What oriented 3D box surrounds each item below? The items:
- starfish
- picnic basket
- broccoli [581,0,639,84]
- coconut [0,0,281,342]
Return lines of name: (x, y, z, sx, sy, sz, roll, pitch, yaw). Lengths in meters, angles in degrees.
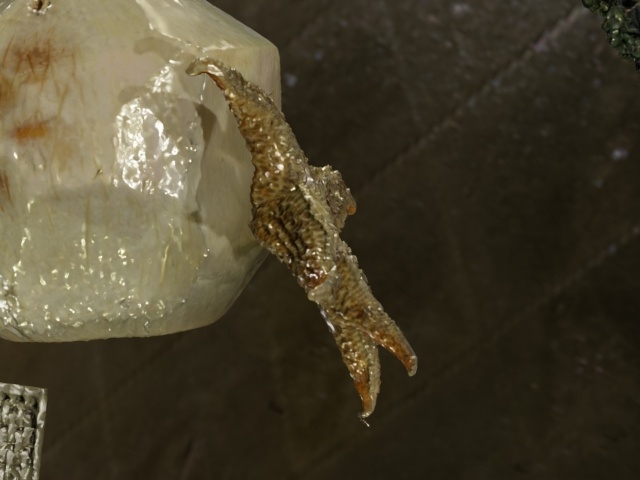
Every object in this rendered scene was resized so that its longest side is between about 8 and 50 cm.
starfish: (0.001, 0.019, 1.558, 0.084, 0.301, 0.293, -28, 56, 6)
picnic basket: (-0.325, 0.176, 1.457, 0.196, 0.154, 0.134, 164, 114, -64)
broccoli: (0.313, -0.223, 1.216, 0.304, 0.145, 0.165, -49, 52, 2)
coconut: (-0.228, -0.104, 1.806, 0.415, 0.415, 0.344, -65, 11, -1)
